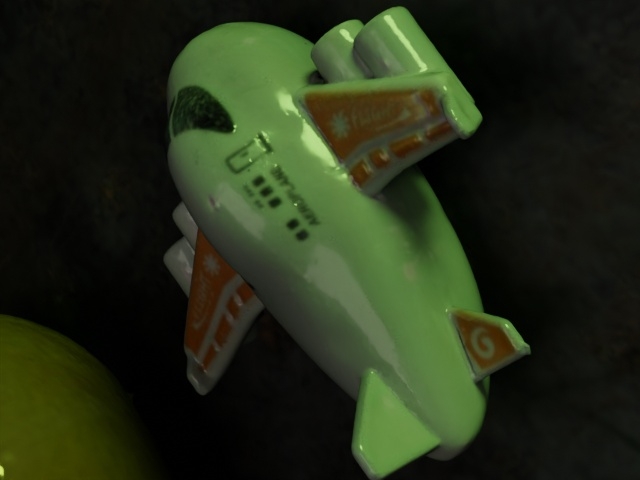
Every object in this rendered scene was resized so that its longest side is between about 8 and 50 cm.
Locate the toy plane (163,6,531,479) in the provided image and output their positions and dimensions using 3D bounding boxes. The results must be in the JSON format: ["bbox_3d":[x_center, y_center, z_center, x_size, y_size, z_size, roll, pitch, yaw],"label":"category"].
[{"bbox_3d":[0.000,0.000,0.788,0.244,0.117,0.245,18,117,38],"label":"toy plane"}]

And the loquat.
[{"bbox_3d":[-0.216,0.185,0.952,0.275,0.275,0.275,16,115,38],"label":"loquat"}]
